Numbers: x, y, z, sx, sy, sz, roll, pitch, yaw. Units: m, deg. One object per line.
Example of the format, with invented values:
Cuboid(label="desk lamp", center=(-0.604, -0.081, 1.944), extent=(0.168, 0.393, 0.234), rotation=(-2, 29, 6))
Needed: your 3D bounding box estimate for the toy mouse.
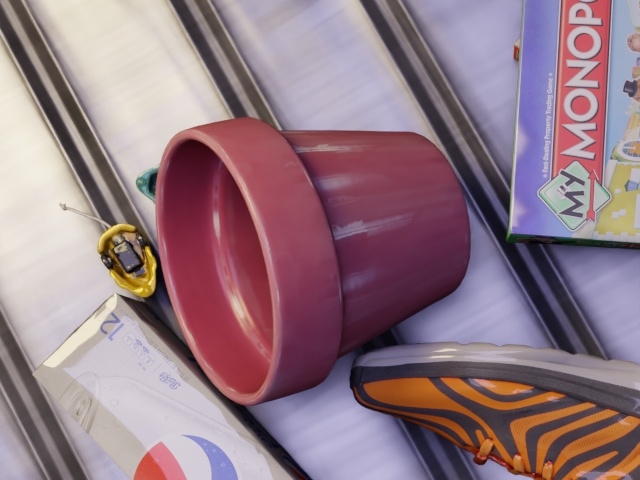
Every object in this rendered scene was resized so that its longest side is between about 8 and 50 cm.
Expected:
Cuboid(label="toy mouse", center=(-0.100, -0.007, 1.309), extent=(0.143, 0.031, 0.161), rotation=(-38, 81, 2))

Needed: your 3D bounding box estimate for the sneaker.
Cuboid(label="sneaker", center=(0.172, 0.172, 1.211), extent=(0.321, 0.124, 0.180), rotation=(7, 83, 7))

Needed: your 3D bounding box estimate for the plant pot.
Cuboid(label="plant pot", center=(0.000, 0.000, 1.213), extent=(0.180, 0.201, 0.201), rotation=(-15, 81, -27))

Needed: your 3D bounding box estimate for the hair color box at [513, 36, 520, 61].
Cuboid(label="hair color box", center=(0.225, -0.131, 1.281), extent=(0.141, 0.043, 0.072), rotation=(39, 88, 8))

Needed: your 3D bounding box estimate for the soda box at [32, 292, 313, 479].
Cuboid(label="soda box", center=(-0.081, 0.171, 1.254), extent=(0.091, 0.098, 0.286), rotation=(-44, 81, 0))

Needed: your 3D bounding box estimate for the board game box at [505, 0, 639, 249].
Cuboid(label="board game box", center=(0.254, -0.149, 1.236), extent=(0.213, 0.046, 0.317), rotation=(4, 82, 4))
